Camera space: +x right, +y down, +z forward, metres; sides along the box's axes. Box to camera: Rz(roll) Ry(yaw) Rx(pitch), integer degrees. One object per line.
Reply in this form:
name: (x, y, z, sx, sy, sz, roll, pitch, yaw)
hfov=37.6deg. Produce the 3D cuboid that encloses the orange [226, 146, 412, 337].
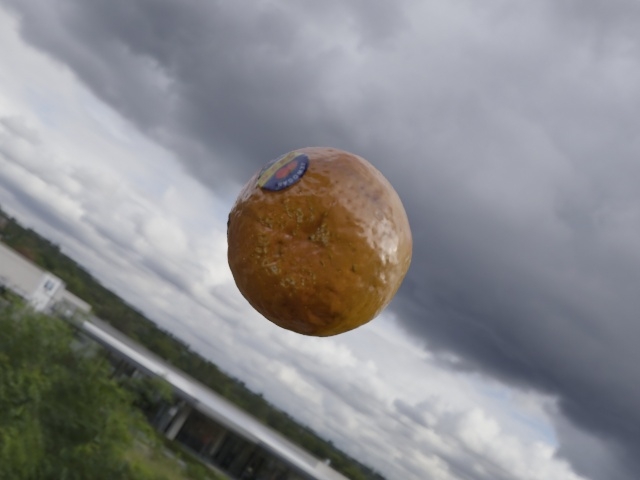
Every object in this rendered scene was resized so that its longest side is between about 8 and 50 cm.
orange: (-0.002, 0.001, 0.884, 0.177, 0.178, 0.155, 29, -9, 14)
